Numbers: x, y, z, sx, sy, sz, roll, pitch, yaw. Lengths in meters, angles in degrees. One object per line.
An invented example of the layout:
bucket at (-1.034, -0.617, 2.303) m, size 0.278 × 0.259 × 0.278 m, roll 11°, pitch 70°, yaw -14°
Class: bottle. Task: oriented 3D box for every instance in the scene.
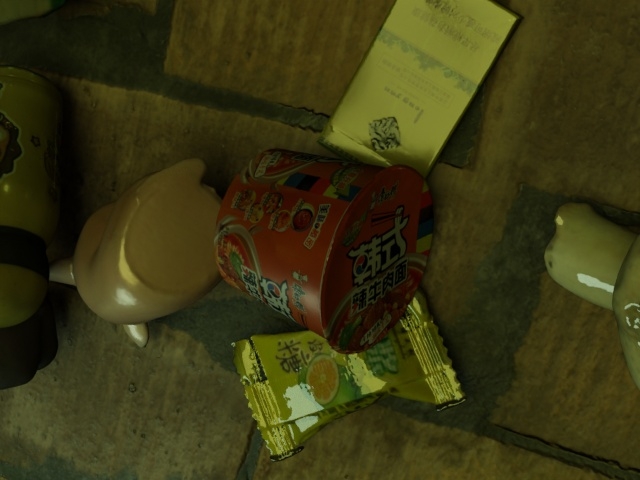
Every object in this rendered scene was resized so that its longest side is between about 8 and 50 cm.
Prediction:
bottle at (-0.434, -0.052, 1.564) m, size 0.172 × 0.171 × 0.351 m, roll -17°, pitch 62°, yaw 20°

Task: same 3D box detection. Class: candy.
candy at (0.031, 0.180, 1.575) m, size 0.297 × 0.081 × 0.187 m, roll -23°, pitch 86°, yaw 16°

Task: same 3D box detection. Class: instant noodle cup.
instant noodle cup at (0.000, 0.000, 1.474) m, size 0.192 × 0.250 × 0.250 m, roll 20°, pitch 105°, yaw 32°

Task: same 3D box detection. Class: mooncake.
mooncake at (-0.504, 0.139, 1.665) m, size 0.245 × 0.245 × 0.133 m, roll -3°, pitch 101°, yaw 19°

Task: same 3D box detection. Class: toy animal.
toy animal at (-0.238, 0.011, 1.575) m, size 0.195 × 0.256 × 0.213 m, roll 37°, pitch 68°, yaw -14°

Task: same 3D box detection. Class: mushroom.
mushroom at (0.430, 0.055, 1.358) m, size 0.336 × 0.314 × 0.314 m, roll 30°, pitch 110°, yaw 43°

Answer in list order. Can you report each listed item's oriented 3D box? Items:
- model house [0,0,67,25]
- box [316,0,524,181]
model house at (-0.514, -0.508, 1.532) m, size 0.343 × 0.335 × 0.382 m, roll 41°, pitch 133°, yaw 42°
box at (0.125, -0.207, 1.503) m, size 0.153 × 0.041 × 0.279 m, roll 33°, pitch 108°, yaw 9°
